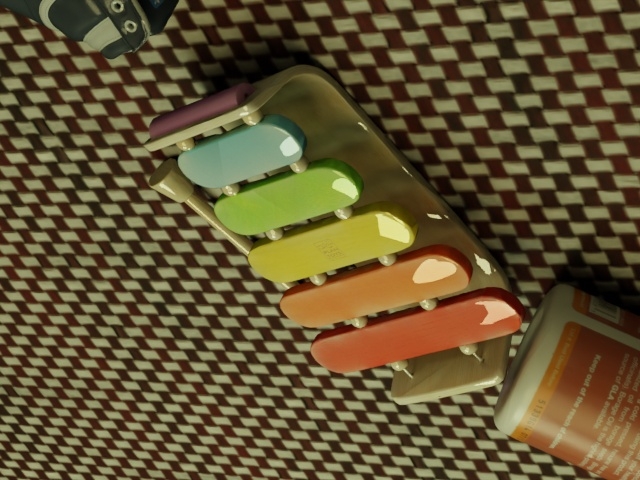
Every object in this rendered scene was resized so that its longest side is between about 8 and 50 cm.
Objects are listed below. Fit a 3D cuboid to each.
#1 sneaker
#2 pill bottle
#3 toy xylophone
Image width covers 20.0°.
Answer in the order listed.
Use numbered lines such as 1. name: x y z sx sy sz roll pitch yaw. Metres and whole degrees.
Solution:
1. sneaker: -0.148 -0.221 1.148 0.153 0.099 0.282 30 151 3
2. pill bottle: 0.246 0.127 1.330 0.216 0.121 0.121 24 144 2
3. toy xylophone: 0.000 0.000 1.352 0.323 0.081 0.236 41 142 -19
